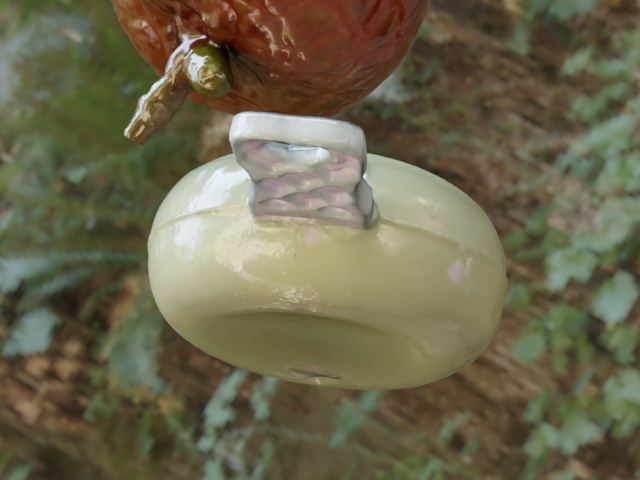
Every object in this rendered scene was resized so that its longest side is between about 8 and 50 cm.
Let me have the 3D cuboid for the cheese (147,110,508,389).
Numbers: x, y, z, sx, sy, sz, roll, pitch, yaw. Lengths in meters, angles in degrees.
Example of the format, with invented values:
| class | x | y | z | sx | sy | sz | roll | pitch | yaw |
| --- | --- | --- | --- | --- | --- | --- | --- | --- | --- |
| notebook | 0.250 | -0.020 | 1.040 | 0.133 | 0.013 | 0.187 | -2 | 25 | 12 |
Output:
| class | x | y | z | sx | sy | sz | roll | pitch | yaw |
| --- | --- | --- | --- | --- | --- | --- | --- | --- | --- |
| cheese | 0.000 | 0.000 | 0.654 | 0.227 | 0.137 | 0.064 | 79 | -165 | -71 |

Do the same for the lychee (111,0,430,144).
| class | x | y | z | sx | sy | sz | roll | pitch | yaw |
| --- | --- | --- | --- | --- | --- | --- | --- | --- | --- |
| lychee | -0.040 | -0.193 | 1.274 | 0.300 | 0.255 | 0.255 | -43 | -16 | -26 |
